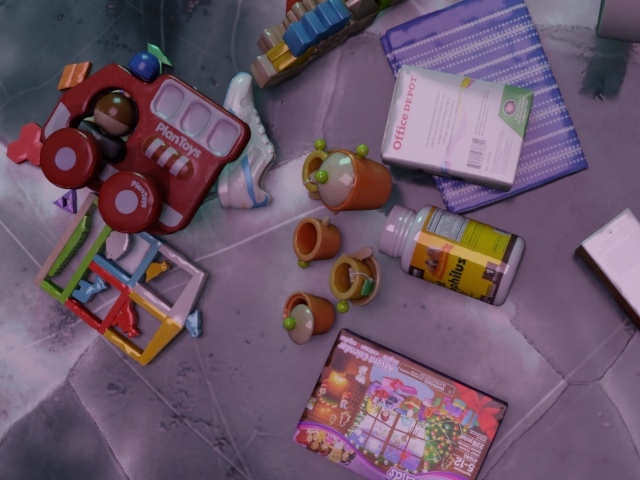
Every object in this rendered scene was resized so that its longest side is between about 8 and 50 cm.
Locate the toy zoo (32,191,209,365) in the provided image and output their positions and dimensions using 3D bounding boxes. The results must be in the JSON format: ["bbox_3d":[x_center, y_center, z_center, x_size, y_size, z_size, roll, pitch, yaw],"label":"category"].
[{"bbox_3d":[-0.322,0.076,1.814,0.293,0.030,0.192,36,97,10],"label":"toy zoo"}]

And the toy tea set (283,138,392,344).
[{"bbox_3d":[0.000,0.000,1.689,0.200,0.124,0.336,3,86,51],"label":"toy tea set"}]

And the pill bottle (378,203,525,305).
[{"bbox_3d":[0.206,0.016,1.692,0.215,0.117,0.117,20,88,12],"label":"pill bottle"}]

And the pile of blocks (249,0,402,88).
[{"bbox_3d":[0.020,-0.396,1.748,0.362,0.149,0.112,-33,80,6],"label":"pile of blocks"}]

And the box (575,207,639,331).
[{"bbox_3d":[0.480,0.050,1.633,0.091,0.130,0.170,-37,79,4],"label":"box"}]

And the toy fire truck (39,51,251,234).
[{"bbox_3d":[-0.289,-0.160,1.731,0.302,0.169,0.254,36,97,12],"label":"toy fire truck"}]

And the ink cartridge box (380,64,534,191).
[{"bbox_3d":[0.213,-0.176,1.688,0.212,0.093,0.154,13,87,6],"label":"ink cartridge box"}]

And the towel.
[{"bbox_3d":[0.263,-0.231,1.752,0.243,0.040,0.336,-20,84,6],"label":"towel"}]

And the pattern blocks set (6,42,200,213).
[{"bbox_3d":[-0.362,-0.191,1.859,0.285,0.026,0.325,42,93,11],"label":"pattern blocks set"}]

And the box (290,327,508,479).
[{"bbox_3d":[0.126,0.290,1.710,0.293,0.057,0.201,24,90,11],"label":"box"}]

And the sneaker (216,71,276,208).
[{"bbox_3d":[-0.120,-0.166,1.790,0.092,0.087,0.228,2,92,4],"label":"sneaker"}]

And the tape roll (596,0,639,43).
[{"bbox_3d":[0.472,-0.483,1.556,0.072,0.392,0.392,10,87,10],"label":"tape roll"}]
